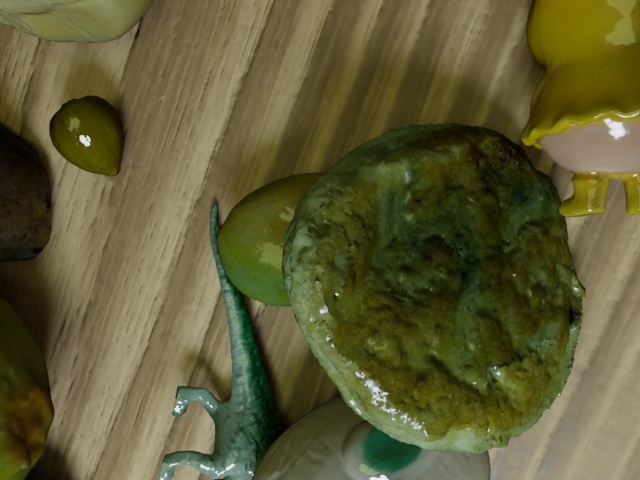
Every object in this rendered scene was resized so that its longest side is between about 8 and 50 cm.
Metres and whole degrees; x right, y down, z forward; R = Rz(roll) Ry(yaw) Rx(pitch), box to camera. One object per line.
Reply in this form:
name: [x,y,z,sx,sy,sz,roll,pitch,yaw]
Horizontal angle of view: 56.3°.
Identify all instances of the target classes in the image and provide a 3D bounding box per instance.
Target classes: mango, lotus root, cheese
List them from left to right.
lotus root: [-0.408,-0.071,0.644,0.235,0.119,0.138,24,98,15]
cheese: [-0.259,-0.315,0.601,0.226,0.117,0.213,8,88,18]
mango: [-0.003,-0.003,0.565,0.191,0.085,0.122,-11,80,3]

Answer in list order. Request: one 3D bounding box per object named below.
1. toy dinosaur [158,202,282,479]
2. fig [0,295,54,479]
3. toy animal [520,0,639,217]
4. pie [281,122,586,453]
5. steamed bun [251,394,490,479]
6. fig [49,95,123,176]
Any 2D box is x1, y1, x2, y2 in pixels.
toy dinosaur: [-0.110,0.162,0.591,0.130,0.076,0.382,-16,95,-17]
fig: [-0.425,0.158,0.566,0.344,0.343,0.342,1,92,14]
toy animal: [0.231,-0.133,0.469,0.156,0.156,0.229,-3,95,15]
pie: [0.104,0.034,0.482,0.277,0.078,0.276,5,74,-17]
steamed bun: [0.044,0.227,0.515,0.228,0.131,0.177,-34,93,0]
fig: [-0.240,-0.106,0.626,0.074,0.074,0.087,-19,114,14]
